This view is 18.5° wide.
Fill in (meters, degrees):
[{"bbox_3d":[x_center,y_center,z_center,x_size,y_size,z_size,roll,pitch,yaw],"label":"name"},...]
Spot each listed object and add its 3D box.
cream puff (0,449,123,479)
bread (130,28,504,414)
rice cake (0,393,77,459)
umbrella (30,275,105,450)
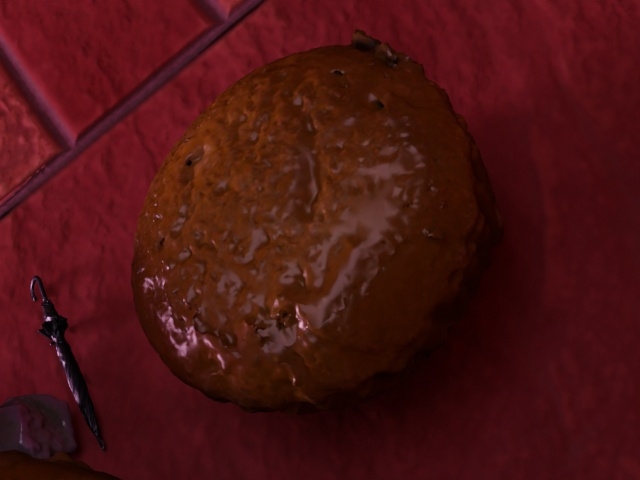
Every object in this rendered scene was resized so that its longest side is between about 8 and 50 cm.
[{"bbox_3d":[-0.152,0.276,1.050,0.343,0.231,0.327,-3,60,-7],"label":"cream puff"},{"bbox_3d":[-0.003,0.000,1.189,0.240,0.139,0.240,-12,58,21],"label":"bread"},{"bbox_3d":[-0.287,0.145,1.307,0.270,0.049,0.055,-13,80,20],"label":"rice cake"},{"bbox_3d":[-0.167,0.077,1.304,0.149,0.022,0.022,59,138,36],"label":"umbrella"}]
